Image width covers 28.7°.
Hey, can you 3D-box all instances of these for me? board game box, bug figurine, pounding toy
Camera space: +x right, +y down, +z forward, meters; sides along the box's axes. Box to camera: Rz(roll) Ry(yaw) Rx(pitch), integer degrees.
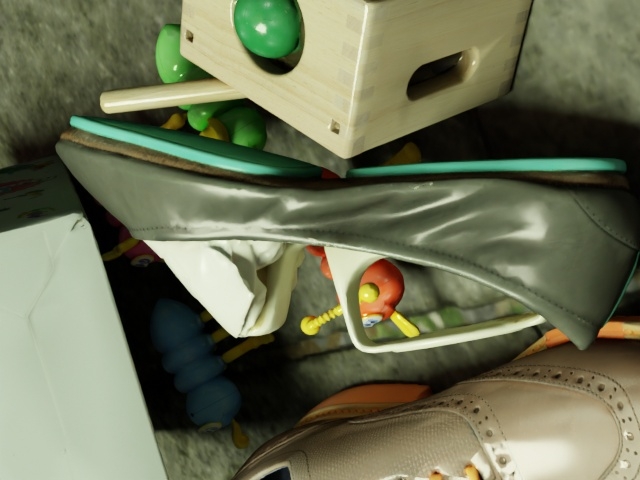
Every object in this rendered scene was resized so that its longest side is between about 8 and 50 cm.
[{"bbox_3d":[-0.165,0.077,0.768,0.303,0.097,0.224,-147,42,-74],"label":"board game box"},{"bbox_3d":[-0.056,-0.002,0.721,0.216,0.072,0.279,59,141,8],"label":"bug figurine"},{"bbox_3d":[-0.004,-0.093,0.558,0.130,0.141,0.100,35,132,33],"label":"pounding toy"}]

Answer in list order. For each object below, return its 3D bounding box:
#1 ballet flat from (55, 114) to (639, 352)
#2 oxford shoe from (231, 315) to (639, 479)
[{"bbox_3d":[0.000,0.000,0.564,0.280,0.095,0.096,7,93,21],"label":"ballet flat"},{"bbox_3d":[0.073,0.129,0.591,0.363,0.132,0.130,-25,89,51],"label":"oxford shoe"}]
